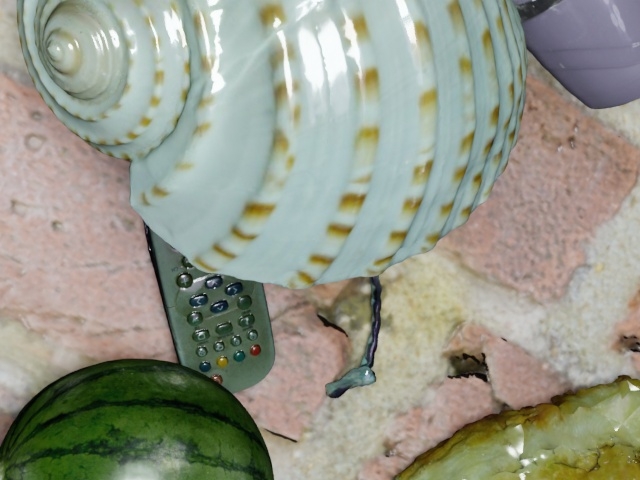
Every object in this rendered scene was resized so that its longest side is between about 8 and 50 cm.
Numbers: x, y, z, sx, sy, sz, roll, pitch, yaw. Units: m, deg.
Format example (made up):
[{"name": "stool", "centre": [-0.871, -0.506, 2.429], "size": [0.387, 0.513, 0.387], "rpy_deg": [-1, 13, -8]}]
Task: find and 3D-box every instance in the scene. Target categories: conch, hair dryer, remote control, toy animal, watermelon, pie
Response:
[{"name": "conch", "centre": [-0.011, -0.141, 0.902], "size": [0.319, 0.215, 0.303], "rpy_deg": [-31, 69, -23]}, {"name": "hair dryer", "centre": [0.247, -0.299, 1.055], "size": [0.361, 0.121, 0.301], "rpy_deg": [-34, 105, -17]}, {"name": "remote control", "centre": [-0.084, 0.007, 1.045], "size": [0.072, 0.042, 0.222], "rpy_deg": [-17, 112, -14]}, {"name": "toy animal", "centre": [0.009, -0.002, 1.071], "size": [0.079, 0.070, 0.253], "rpy_deg": [-8, 126, 20]}, {"name": "watermelon", "centre": [-0.137, 0.169, 0.994], "size": [0.214, 0.188, 0.188], "rpy_deg": [16, 100, -29]}, {"name": "pie", "centre": [0.187, 0.278, 1.187], "size": [0.288, 0.103, 0.355], "rpy_deg": [5, 106, -14]}]
